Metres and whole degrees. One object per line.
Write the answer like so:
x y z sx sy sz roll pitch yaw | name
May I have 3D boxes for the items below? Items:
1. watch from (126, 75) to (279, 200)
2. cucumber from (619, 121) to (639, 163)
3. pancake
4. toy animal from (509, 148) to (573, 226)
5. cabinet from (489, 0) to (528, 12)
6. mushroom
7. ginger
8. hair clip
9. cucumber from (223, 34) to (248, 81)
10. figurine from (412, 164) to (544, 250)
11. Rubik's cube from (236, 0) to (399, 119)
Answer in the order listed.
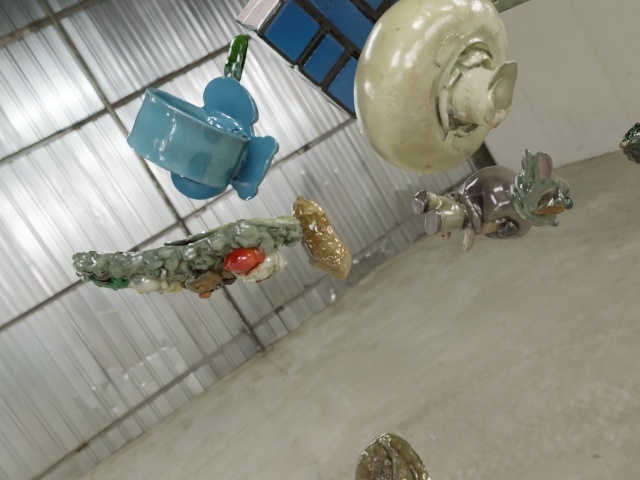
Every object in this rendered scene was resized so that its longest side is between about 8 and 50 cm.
-0.185 -0.153 0.840 0.210 0.211 0.193 -29 -7 20 | watch
0.492 -0.116 0.699 0.299 0.072 0.072 5 -9 -24 | cucumber
0.162 0.587 1.200 0.049 0.295 0.294 6 -19 -38 | pancake
0.455 -0.109 1.156 0.127 0.126 0.251 -16 -23 27 | toy animal
0.375 -0.595 0.879 0.227 0.318 0.289 -41 21 -27 | cabinet
0.162 -0.204 0.722 0.246 0.246 0.202 -34 39 -19 | mushroom
0.000 0.000 1.076 0.068 0.190 0.095 -25 -10 -25 | ginger
-0.178 0.035 0.724 0.321 0.091 0.138 -11 -3 24 | hair clip
-0.153 -0.325 0.988 0.037 0.037 0.155 -26 48 40 | cucumber
0.427 -0.092 1.465 0.380 0.203 0.248 -9 25 -25 | figurine
0.024 -0.473 1.159 0.283 0.288 0.294 -50 32 12 | Rubik's cube
